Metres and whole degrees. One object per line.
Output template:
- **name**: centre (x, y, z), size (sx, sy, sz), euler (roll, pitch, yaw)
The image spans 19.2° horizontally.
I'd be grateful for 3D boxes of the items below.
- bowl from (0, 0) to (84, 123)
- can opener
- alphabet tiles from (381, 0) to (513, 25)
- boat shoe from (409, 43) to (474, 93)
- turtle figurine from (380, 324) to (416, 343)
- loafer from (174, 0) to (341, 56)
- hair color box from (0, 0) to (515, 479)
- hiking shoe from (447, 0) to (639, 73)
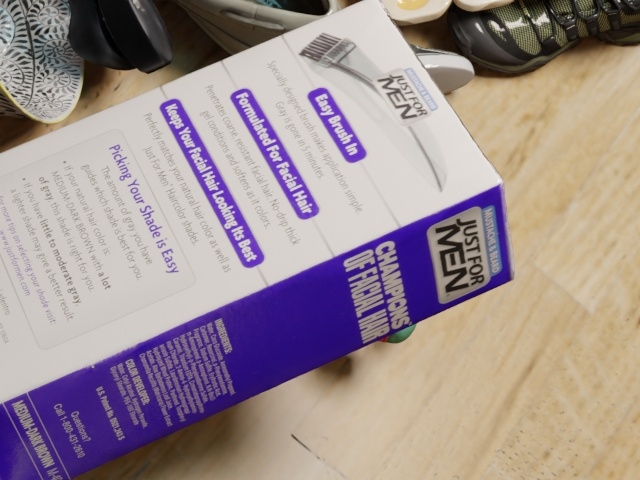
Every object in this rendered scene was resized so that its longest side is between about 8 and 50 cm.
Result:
- **bowl**: centre (-0.231, -0.151, 1.265), size (0.080, 0.170, 0.170), euler (-13, 63, 17)
- **can opener**: centre (-0.162, -0.195, 1.285), size (0.186, 0.073, 0.059), euler (61, 30, -18)
- **alphabet tiles**: centre (0.094, -0.300, 1.481), size (0.284, 0.021, 0.278), euler (-12, 65, -7)
- **boat shoe**: centre (0.049, -0.135, 1.426), size (0.142, 0.049, 0.040), euler (-3, 66, -24)
- **turtle figurine**: centre (0.000, 0.000, 1.293), size (0.234, 0.118, 0.175), euler (36, 40, 14)
- **loafer**: centre (-0.118, -0.239, 1.338), size (0.319, 0.111, 0.112), euler (34, 73, -6)
- **hair color box**: centre (-0.073, 0.001, 1.156), size (0.339, 0.110, 0.185), euler (-24, 51, -6)
- **hiking shoe**: centre (0.203, -0.199, 1.490), size (0.227, 0.114, 0.086), euler (-16, 72, -31)
